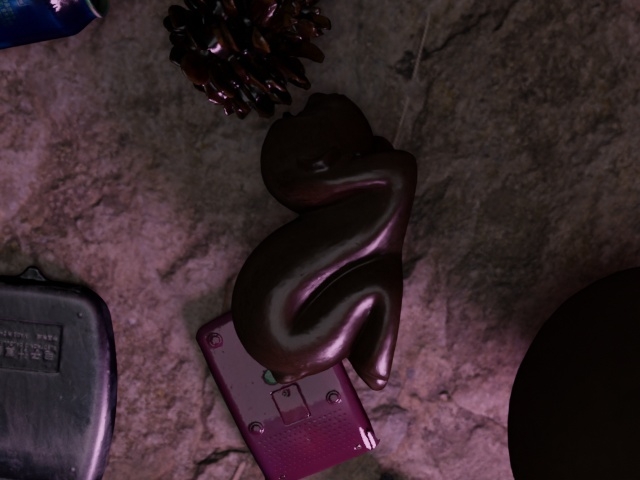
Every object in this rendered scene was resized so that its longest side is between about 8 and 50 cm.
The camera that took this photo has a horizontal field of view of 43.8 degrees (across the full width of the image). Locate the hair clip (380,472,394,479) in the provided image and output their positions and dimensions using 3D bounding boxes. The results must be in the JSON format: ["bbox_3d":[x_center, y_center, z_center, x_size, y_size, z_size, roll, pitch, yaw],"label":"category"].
[{"bbox_3d":[0.022,0.372,0.798,0.083,0.048,0.275,38,80,-13],"label":"hair clip"}]

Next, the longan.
[{"bbox_3d":[0.302,0.161,0.664,0.298,0.297,0.297,0,104,-1],"label":"longan"}]

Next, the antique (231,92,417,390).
[{"bbox_3d":[0.000,0.000,0.701,0.144,0.121,0.256,6,102,-7],"label":"antique"}]

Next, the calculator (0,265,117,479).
[{"bbox_3d":[-0.292,0.154,0.786,0.177,0.040,0.267,5,100,-4],"label":"calculator"}]

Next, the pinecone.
[{"bbox_3d":[-0.057,-0.172,0.652,0.121,0.140,0.140,-27,104,22],"label":"pinecone"}]

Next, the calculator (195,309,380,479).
[{"bbox_3d":[-0.034,0.148,0.789,0.127,0.034,0.190,-23,102,6],"label":"calculator"}]

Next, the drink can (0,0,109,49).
[{"bbox_3d":[-0.284,-0.211,0.649,0.205,0.118,0.118,-9,104,1],"label":"drink can"}]
